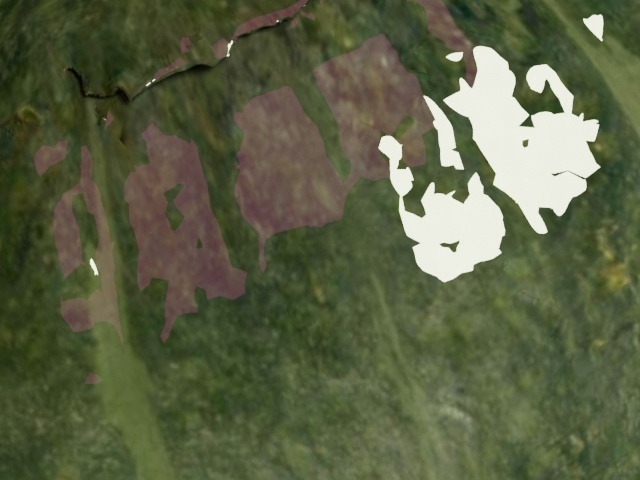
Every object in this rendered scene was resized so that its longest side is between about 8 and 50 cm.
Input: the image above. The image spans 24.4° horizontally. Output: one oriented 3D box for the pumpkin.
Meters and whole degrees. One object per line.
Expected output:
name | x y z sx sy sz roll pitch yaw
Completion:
pumpkin | 0.000 0.000 0.489 0.327 0.291 0.257 -18 102 -11
